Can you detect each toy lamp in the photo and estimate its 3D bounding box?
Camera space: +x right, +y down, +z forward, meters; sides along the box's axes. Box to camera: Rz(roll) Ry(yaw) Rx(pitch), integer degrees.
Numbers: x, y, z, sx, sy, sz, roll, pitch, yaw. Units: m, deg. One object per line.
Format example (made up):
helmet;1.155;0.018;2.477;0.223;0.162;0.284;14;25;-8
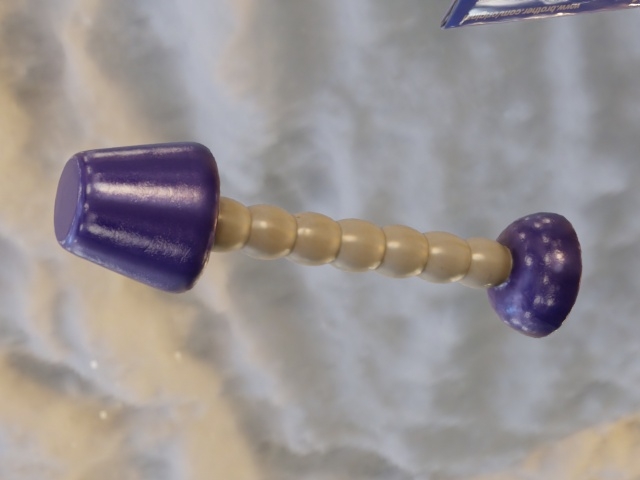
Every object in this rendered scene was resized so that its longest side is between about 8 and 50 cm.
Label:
toy lamp;0.000;0.000;0.846;0.275;0.080;0.080;10;136;-25

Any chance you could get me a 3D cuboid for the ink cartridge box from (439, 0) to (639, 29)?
ink cartridge box;0.161;-0.238;0.730;0.186;0.065;0.311;-13;140;-35
